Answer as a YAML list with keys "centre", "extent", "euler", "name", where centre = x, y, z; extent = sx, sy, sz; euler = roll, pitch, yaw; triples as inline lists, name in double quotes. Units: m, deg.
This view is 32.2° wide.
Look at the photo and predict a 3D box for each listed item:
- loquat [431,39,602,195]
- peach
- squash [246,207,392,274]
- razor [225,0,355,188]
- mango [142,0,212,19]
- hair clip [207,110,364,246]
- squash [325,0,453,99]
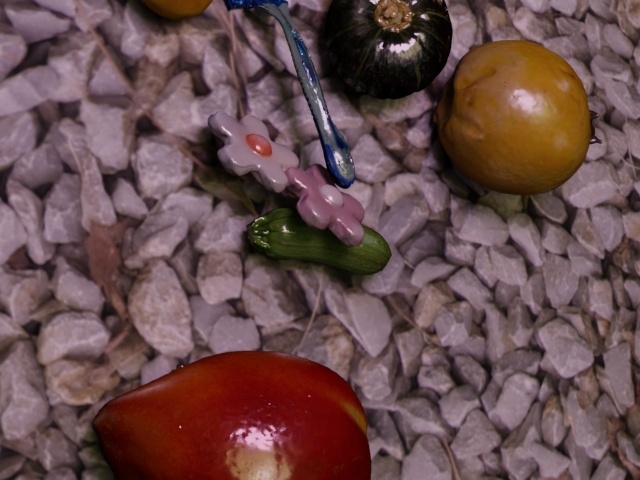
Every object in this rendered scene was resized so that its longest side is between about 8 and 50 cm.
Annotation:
- centre: [0.294, -0.180, 1.630]
  extent: [0.243, 0.244, 0.244]
  euler: [5, 80, -29]
  name: "loquat"
- centre: [-0.087, 0.254, 1.356]
  extent: [0.361, 0.201, 0.258]
  euler: [18, 75, -26]
  name: "peach"
- centre: [0.000, 0.000, 1.522]
  extent: [0.219, 0.068, 0.077]
  euler: [9, 76, -27]
  name: "squash"
- centre: [-0.024, -0.220, 1.506]
  extent: [0.093, 0.056, 0.324]
  euler: [-17, 75, -30]
  name: "razor"
- centre: [-0.208, -0.399, 1.457]
  extent: [0.136, 0.099, 0.228]
  euler: [-23, 85, -24]
  name: "mango"
- centre: [-0.046, -0.081, 1.476]
  extent: [0.257, 0.146, 0.075]
  euler: [30, 112, -4]
  name: "hair clip"
- centre: [0.095, -0.296, 1.578]
  extent: [0.193, 0.156, 0.193]
  euler: [-1, 95, -13]
  name: "squash"
